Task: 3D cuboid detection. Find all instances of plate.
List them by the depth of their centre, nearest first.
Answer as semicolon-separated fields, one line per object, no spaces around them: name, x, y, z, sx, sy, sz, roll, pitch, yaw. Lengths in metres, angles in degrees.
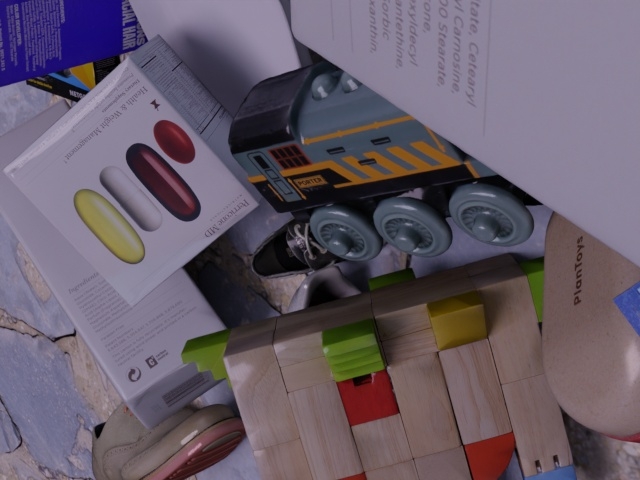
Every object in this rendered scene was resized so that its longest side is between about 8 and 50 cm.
plate;-0.093;-0.205;1.196;0.277;0.045;0.278;27;153;36

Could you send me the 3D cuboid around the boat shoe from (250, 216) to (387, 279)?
boat shoe;0.000;0.000;1.240;0.219;0.070;0.078;-30;86;50

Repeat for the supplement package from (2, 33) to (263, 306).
supplement package;-0.192;-0.078;1.221;0.194;0.149;0.203;-39;102;16

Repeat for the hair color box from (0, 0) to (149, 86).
hair color box;-0.332;-0.268;1.262;0.185;0.339;0.110;29;130;36

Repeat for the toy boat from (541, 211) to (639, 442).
toy boat;0.275;0.054;0.915;0.151;0.151;0.231;136;146;-59

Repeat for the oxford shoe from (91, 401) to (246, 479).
oxford shoe;-0.244;0.286;1.607;0.397;0.140;0.147;-33;76;48

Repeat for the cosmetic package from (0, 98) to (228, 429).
cosmetic package;-0.276;0.035;1.441;0.385;0.156;0.217;55;169;14

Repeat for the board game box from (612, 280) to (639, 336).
board game box;0.316;0.057;0.817;0.136;0.201;0.035;56;139;11

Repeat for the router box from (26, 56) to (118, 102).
router box;-0.343;-0.262;1.507;0.179;0.046;0.133;21;123;41

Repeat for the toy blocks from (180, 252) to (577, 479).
toy blocks;0.083;0.181;1.080;0.191;0.381;0.261;-89;-16;-78

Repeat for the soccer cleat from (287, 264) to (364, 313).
soccer cleat;0.071;0.169;1.196;0.331;0.116;0.143;50;156;21

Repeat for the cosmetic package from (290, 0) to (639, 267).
cosmetic package;0.214;-0.228;0.618;0.393;0.329;0.327;40;145;38

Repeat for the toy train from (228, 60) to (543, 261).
toy train;0.070;-0.085;1.017;0.334;0.142;0.190;-7;135;45
